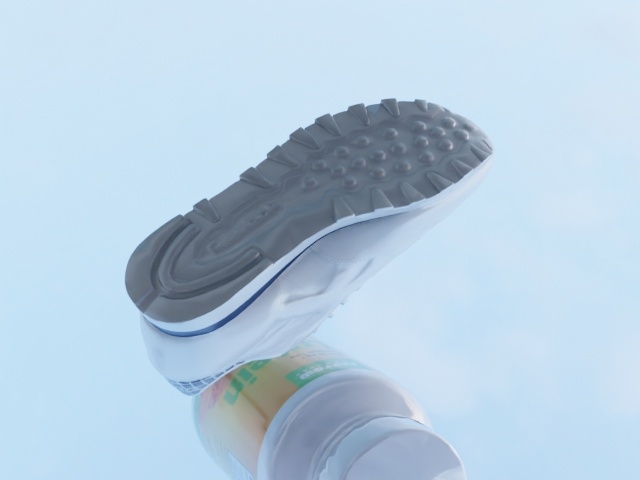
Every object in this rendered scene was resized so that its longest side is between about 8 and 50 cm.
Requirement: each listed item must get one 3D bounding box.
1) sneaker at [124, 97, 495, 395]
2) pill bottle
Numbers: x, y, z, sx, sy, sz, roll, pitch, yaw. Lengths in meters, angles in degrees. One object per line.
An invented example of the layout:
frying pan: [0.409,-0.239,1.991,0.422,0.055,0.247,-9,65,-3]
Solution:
sneaker: [0.000,0.000,0.561,0.235,0.095,0.090,-29,-131,-18]
pill bottle: [0.002,0.152,0.732,0.136,0.136,0.245,-33,-160,-17]
